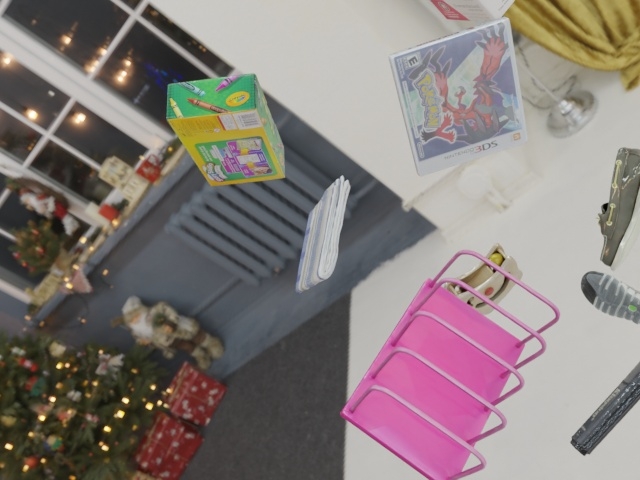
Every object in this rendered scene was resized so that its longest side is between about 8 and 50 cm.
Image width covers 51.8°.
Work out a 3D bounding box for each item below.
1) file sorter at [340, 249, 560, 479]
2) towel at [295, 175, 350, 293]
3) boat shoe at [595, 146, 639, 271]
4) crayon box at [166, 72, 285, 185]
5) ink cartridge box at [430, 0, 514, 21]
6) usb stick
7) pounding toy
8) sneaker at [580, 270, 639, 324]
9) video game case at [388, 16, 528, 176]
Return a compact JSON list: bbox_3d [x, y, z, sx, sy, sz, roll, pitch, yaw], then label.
[{"bbox_3d":[0.207,0.188,1.009,0.291,0.202,0.182,-52,-7,-29],"label":"file sorter"},{"bbox_3d":[0.000,0.000,1.387,0.285,0.034,0.209,137,145,-73],"label":"towel"},{"bbox_3d":[0.670,-0.067,1.461,0.091,0.305,0.109,27,46,31],"label":"boat shoe"},{"bbox_3d":[-0.176,-0.207,1.297,0.165,0.278,0.081,-6,68,6],"label":"crayon box"},{"bbox_3d":[0.235,-0.558,1.258,0.117,0.283,0.207,-51,27,5],"label":"ink cartridge box"},{"bbox_3d":[0.698,0.391,1.557,0.278,0.045,0.077,-50,5,3],"label":"usb stick"},{"bbox_3d":[0.429,0.115,1.884,0.269,0.154,0.155,-53,39,18],"label":"pounding toy"},{"bbox_3d":[0.727,0.143,1.529,0.228,0.132,0.086,37,115,39],"label":"sneaker"},{"bbox_3d":[0.216,-0.216,1.013,0.183,0.201,0.023,-18,27,2],"label":"video game case"}]
